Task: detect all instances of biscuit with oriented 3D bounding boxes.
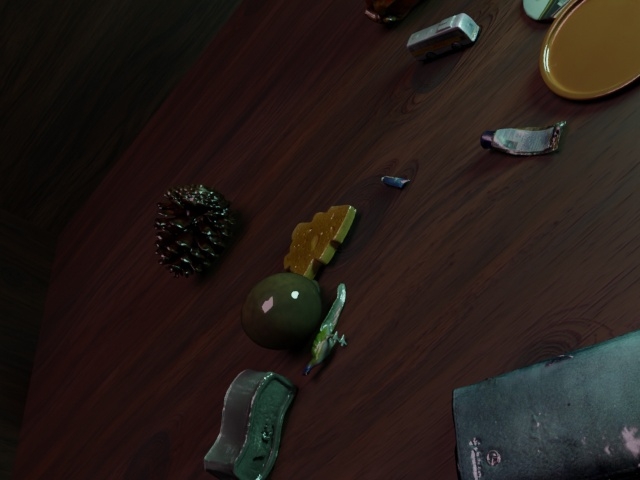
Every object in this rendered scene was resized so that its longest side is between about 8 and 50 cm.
[{"bbox_3d":[0.000,0.000,1.477,0.238,0.041,0.212,-40,30,26],"label":"biscuit"}]

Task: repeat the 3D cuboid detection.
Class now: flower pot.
[{"bbox_3d":[-0.142,0.379,1.278,0.108,0.103,0.229,-11,54,48],"label":"flower pot"}]

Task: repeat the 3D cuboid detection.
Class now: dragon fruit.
[{"bbox_3d":[0.204,-0.732,1.659,0.250,0.250,0.315,-129,32,-57],"label":"dragon fruit"}]

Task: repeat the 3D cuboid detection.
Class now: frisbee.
[{"bbox_3d":[0.500,-0.357,1.098,0.250,0.021,0.251,-26,53,41],"label":"frisbee"}]

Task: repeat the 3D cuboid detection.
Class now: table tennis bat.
[{"bbox_3d":[0.502,-0.493,1.246,0.173,0.022,0.301,-43,33,24],"label":"table tennis bat"}]

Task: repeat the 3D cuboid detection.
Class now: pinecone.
[{"bbox_3d":[-0.382,-0.028,1.846,0.246,0.246,0.292,34,104,58],"label":"pinecone"}]

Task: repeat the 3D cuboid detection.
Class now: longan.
[{"bbox_3d":[-0.076,0.146,1.351,0.204,0.159,0.185,-33,0,-37],"label":"longan"}]

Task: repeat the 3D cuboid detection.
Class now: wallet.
[{"bbox_3d":[0.334,0.228,0.817,0.379,0.046,0.191,-32,38,36],"label":"wallet"}]

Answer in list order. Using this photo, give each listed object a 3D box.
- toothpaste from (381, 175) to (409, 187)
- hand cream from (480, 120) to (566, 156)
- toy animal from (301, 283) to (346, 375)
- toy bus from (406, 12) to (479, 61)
[{"bbox_3d":[0.162,-0.130,1.390,0.027,0.019,0.083,-39,29,-18],"label":"toothpaste"},{"bbox_3d":[0.369,-0.185,1.148,0.163,0.039,0.062,9,68,50],"label":"hand cream"},{"bbox_3d":[0.026,0.182,1.285,0.075,0.041,0.217,-6,54,53],"label":"toy animal"},{"bbox_3d":[0.285,-0.474,1.474,0.172,0.072,0.058,-6,53,51],"label":"toy bus"}]
